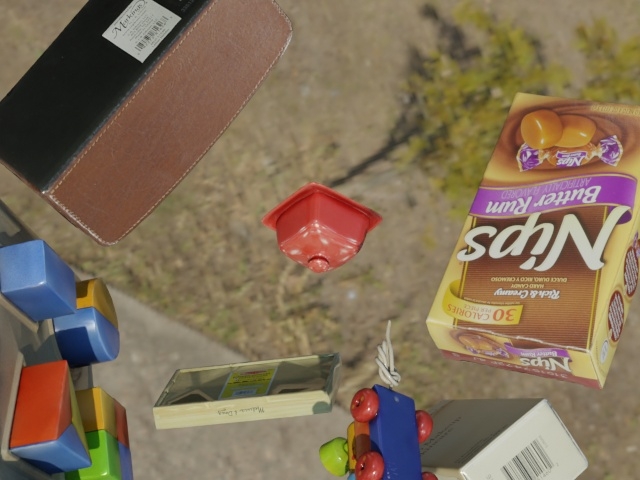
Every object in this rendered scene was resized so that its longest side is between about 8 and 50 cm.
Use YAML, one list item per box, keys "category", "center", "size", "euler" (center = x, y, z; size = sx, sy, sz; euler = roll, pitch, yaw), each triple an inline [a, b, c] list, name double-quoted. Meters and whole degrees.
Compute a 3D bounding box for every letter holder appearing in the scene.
- category: "letter holder"
  center: [-0.167, -0.138, 1.497]
  size: [0.302, 0.152, 0.214]
  euler: [-50, 139, -7]

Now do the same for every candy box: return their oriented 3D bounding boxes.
- category: "candy box"
  center: [0.152, -0.004, 0.913]
  size: [0.186, 0.109, 0.053]
  euler: [-67, 149, -25]

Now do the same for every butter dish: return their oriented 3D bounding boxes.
- category: "butter dish"
  center: [0.000, 0.000, 2.369]
  size: [0.160, 0.160, 0.118]
  euler: [25, 50, -28]

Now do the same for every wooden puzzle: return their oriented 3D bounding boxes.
- category: "wooden puzzle"
  center: [-0.261, 0.123, 1.426]
  size: [0.322, 0.080, 0.348]
  euler: [63, 12, -67]

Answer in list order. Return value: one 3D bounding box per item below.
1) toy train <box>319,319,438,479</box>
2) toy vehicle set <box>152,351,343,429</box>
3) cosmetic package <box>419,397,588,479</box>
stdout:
- category: "toy train"
  center: [0.054, 0.233, 1.741]
  size: [0.105, 0.143, 0.248]
  euler: [25, 42, -29]
- category: "toy vehicle set"
  center: [-0.106, 0.226, 2.165]
  size: [0.166, 0.267, 0.035]
  euler: [-63, 145, -73]
- category: "cosmetic package"
  center: [0.204, 0.300, 1.929]
  size: [0.160, 0.309, 0.113]
  euler: [-36, 98, -21]
